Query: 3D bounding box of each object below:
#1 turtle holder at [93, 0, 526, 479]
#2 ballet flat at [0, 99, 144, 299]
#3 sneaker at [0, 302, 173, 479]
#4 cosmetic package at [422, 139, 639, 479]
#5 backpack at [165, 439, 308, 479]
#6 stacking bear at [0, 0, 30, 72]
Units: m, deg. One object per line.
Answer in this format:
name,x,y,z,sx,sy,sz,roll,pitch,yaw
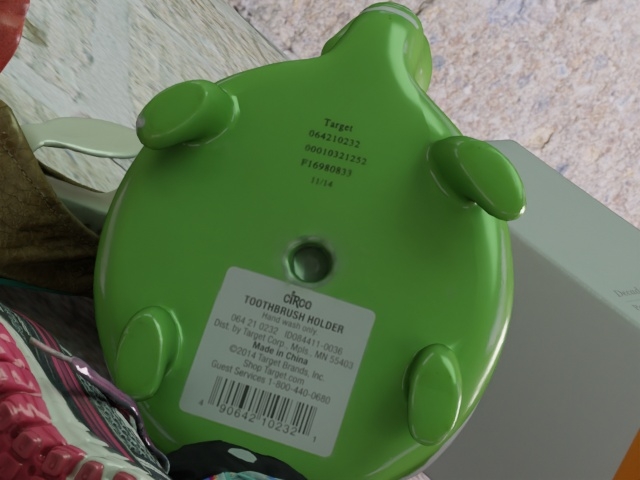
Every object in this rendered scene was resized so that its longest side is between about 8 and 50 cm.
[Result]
turtle holder,-0.017,0.009,0.924,0.227,0.243,0.320,99,-21,-71
ballet flat,-0.133,-0.012,1.010,0.116,0.124,0.342,45,10,35
sneaker,-0.097,0.122,0.659,0.299,0.121,0.112,49,13,25
cosmetic package,0.215,0.126,1.195,0.161,0.230,0.453,-4,34,-44
backpack,-0.017,0.189,0.721,0.152,0.115,0.182,36,16,-46
stacking bear,-0.302,-0.091,0.659,0.164,0.175,0.289,19,3,41
